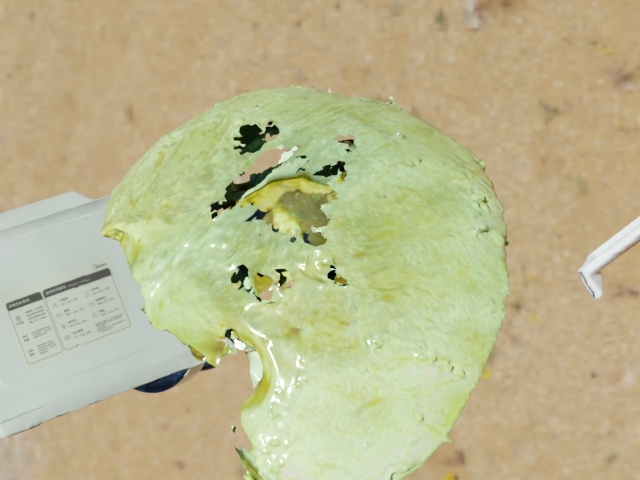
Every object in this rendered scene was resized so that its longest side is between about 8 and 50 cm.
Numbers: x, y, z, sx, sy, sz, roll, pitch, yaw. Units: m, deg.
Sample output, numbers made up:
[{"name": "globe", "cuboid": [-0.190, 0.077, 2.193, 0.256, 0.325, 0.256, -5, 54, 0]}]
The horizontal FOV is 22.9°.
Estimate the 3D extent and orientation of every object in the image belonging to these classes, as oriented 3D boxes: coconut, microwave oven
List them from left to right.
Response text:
[{"name": "microwave oven", "cuboid": [-0.187, 0.052, 1.164, 0.122, 0.208, 0.162, -24, 86, 57]}, {"name": "coconut", "cuboid": [-0.003, -0.003, 0.490, 0.158, 0.133, 0.055, 41, 159, 34]}]

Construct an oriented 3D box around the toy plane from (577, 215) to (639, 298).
[{"name": "toy plane", "cuboid": [0.149, -0.043, 0.481, 0.162, 0.171, 0.065, -34, 99, 29]}]
